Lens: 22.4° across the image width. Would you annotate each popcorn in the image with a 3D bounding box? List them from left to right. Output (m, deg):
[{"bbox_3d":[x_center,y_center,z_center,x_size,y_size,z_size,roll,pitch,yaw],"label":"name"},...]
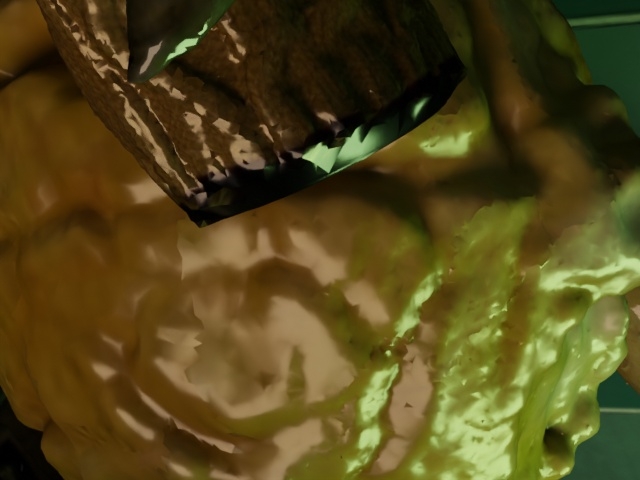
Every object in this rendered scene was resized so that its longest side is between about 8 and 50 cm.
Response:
[{"bbox_3d":[-0.016,-0.010,0.850,0.390,0.354,0.344,28,156,-14],"label":"popcorn"}]

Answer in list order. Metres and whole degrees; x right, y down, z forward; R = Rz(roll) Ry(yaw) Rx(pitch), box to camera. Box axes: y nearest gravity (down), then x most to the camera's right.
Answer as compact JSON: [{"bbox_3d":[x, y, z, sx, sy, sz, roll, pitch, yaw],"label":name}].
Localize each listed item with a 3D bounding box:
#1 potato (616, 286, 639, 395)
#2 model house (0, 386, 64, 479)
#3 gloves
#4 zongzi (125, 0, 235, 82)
[{"bbox_3d":[0.223,0.045,1.000,0.109,0.118,0.178,-42,100,15],"label":"potato"},{"bbox_3d":[-0.235,0.087,0.998,0.243,0.298,0.284,-21,110,29],"label":"model house"},{"bbox_3d":[-0.079,-0.175,0.629,0.356,0.203,0.155,50,139,7],"label":"gloves"},{"bbox_3d":[-0.019,-0.298,0.438,0.174,0.393,0.356,6,139,20],"label":"zongzi"}]
